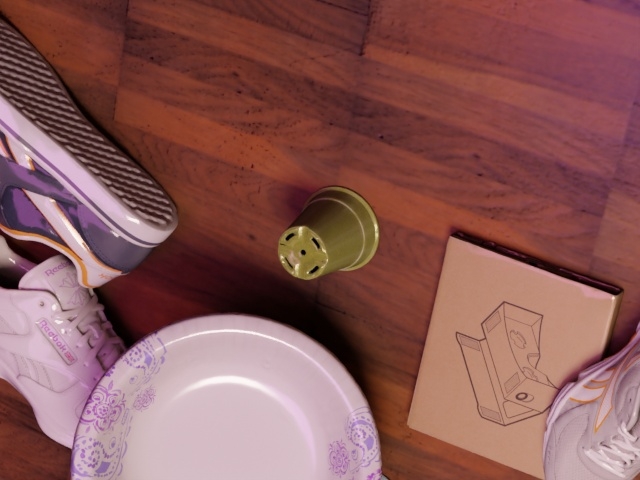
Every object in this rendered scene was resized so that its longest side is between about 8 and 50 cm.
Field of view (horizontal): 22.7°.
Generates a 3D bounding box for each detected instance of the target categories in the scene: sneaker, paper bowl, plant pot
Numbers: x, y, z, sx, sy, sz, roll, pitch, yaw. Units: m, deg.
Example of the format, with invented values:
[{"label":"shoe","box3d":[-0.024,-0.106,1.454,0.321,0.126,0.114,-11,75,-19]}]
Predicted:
[{"label":"sneaker","box3d":[-0.259,0.109,1.627,0.305,0.114,0.152,32,120,15]},{"label":"paper bowl","box3d":[-0.088,0.213,1.509,0.284,0.148,0.284,0,83,-3]},{"label":"sneaker","box3d":[-0.292,-0.088,1.571,0.321,0.126,0.127,48,117,4]},{"label":"plant pot","box3d":[0.000,0.000,1.472,0.083,0.079,0.083,10,111,26]},{"label":"sneaker","box3d":[0.266,0.148,1.344,0.099,0.121,0.262,27,121,-5]}]

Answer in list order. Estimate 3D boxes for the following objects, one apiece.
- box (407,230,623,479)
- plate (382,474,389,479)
[{"label":"box","box3d":[0.174,0.109,1.451,0.164,0.021,0.201,20,115,21]},{"label":"plate","box3d":[0.016,0.303,1.602,0.188,0.024,0.188,10,112,25]}]
